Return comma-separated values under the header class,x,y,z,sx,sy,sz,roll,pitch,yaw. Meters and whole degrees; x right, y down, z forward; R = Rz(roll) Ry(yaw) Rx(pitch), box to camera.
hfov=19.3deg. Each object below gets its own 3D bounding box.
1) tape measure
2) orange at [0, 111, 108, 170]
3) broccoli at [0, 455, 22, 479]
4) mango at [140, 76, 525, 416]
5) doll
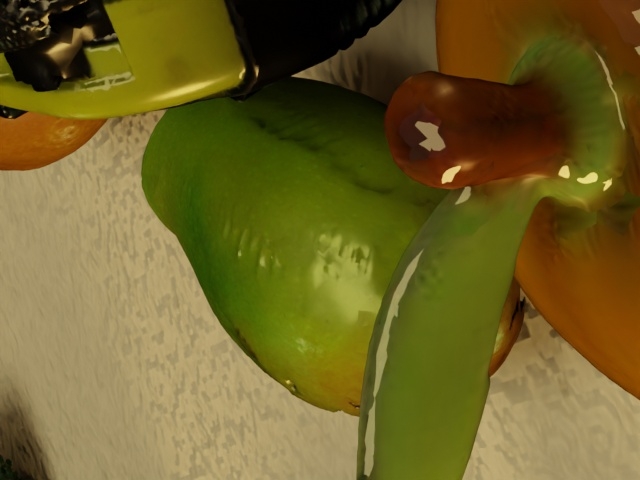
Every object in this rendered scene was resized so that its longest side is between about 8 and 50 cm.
class,x,y,z,sx,sy,sz,roll,pitch,yaw
tape measure,-0.054,-0.111,0.718,0.186,0.199,0.112,13,132,54
orange,-0.202,-0.129,0.951,0.249,0.183,0.249,43,160,20
broccoli,-0.282,0.218,1.268,0.194,0.194,0.220,26,131,53
mango,0.000,0.000,0.758,0.233,0.111,0.125,23,118,56
doll,0.104,-0.037,0.427,0.213,0.236,0.213,33,133,43
